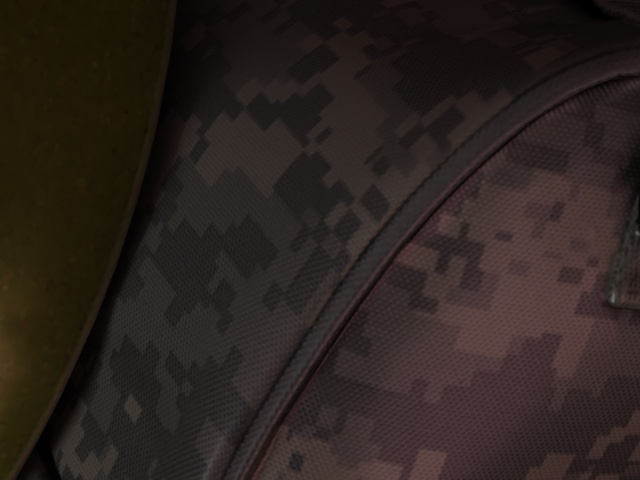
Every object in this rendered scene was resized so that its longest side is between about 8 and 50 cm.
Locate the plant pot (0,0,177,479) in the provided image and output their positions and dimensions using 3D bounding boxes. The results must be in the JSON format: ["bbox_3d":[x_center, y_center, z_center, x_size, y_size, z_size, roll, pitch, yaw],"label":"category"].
[{"bbox_3d":[-0.231,-0.064,0.443,0.293,0.274,0.275,18,132,-34],"label":"plant pot"}]

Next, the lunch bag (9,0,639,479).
[{"bbox_3d":[0.000,0.000,0.524,0.213,0.305,0.256,4,121,-28],"label":"lunch bag"}]
